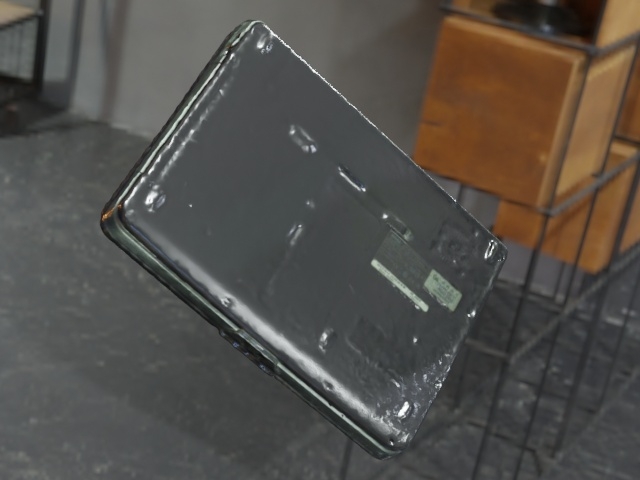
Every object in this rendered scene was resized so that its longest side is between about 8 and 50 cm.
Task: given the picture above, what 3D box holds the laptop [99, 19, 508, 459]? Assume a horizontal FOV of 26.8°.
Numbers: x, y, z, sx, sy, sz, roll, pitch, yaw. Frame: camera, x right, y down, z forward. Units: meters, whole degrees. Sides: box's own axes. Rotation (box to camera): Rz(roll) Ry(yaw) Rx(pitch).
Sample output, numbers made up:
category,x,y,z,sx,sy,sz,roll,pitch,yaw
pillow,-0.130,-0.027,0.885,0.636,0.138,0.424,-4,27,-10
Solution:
category,x,y,z,sx,sy,sz,roll,pitch,yaw
laptop,0.000,0.000,0.714,0.207,0.026,0.154,41,59,-17
